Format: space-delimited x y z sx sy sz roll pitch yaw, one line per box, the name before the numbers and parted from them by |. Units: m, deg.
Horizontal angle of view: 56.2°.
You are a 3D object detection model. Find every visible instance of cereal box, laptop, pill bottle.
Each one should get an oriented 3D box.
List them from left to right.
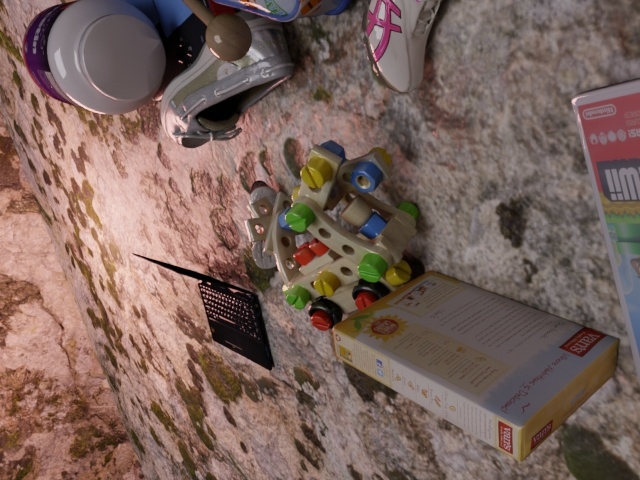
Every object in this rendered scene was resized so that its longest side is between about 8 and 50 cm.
pill bottle | -0.378 -0.310 1.008 0.323 0.181 0.181 23 128 51
laptop | -0.238 0.141 1.202 0.234 0.136 0.264 13 120 50
cereal box | 0.154 0.114 0.629 0.240 0.173 0.047 22 127 46

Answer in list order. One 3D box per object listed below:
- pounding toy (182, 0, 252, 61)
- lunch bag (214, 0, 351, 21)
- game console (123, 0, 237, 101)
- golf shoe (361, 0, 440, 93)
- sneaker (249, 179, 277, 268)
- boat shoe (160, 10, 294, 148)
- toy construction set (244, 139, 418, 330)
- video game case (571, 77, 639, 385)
pounding toy | -0.147 -0.323 0.635 0.183 0.110 0.237 48 144 31
lunch bag | -0.062 -0.410 0.659 0.243 0.115 0.303 35 136 40
game console | -0.272 -0.443 0.967 0.342 0.060 0.386 -3 107 54
golf shoe | 0.086 -0.239 0.597 0.086 0.067 0.186 22 127 50
sneaker | -0.088 -0.029 0.988 0.065 0.061 0.158 -116 23 -56
boat shoe | -0.144 -0.210 0.888 0.320 0.118 0.103 -30 81 49
toy construction set | 0.000 0.000 0.786 0.215 0.151 0.328 45 156 -13
video game case | 0.298 0.011 0.449 0.204 0.025 0.285 -169 60 -72
